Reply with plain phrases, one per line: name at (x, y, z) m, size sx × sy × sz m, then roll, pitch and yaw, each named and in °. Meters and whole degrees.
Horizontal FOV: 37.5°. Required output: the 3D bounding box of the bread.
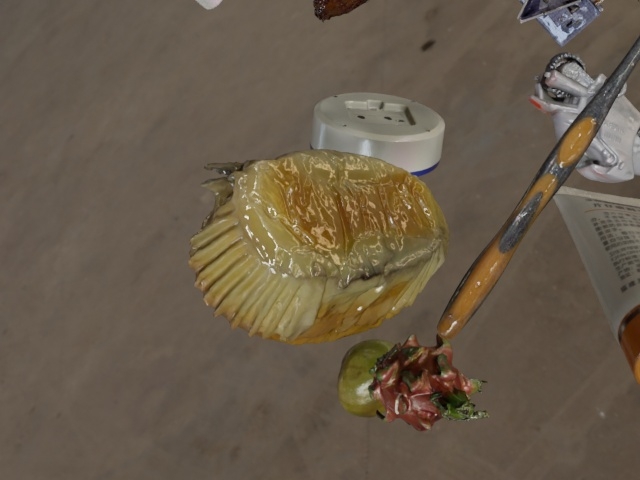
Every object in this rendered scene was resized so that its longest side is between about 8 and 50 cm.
bread at (0.003, 0.012, 1.227) m, size 0.183 × 0.388 × 0.236 m, roll -35°, pitch 64°, yaw 40°

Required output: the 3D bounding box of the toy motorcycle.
toy motorcycle at (0.449, -0.182, 1.568) m, size 0.171 × 0.260 × 0.110 m, roll -50°, pitch 9°, yaw -4°

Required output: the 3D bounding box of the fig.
fig at (0.092, 0.243, 1.672) m, size 0.120 × 0.153 × 0.136 m, roll 33°, pitch 44°, yaw 18°

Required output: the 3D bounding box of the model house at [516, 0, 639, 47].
model house at (0.218, -0.217, 0.812) m, size 0.088 × 0.117 × 0.167 m, roll -42°, pitch 3°, yaw 26°

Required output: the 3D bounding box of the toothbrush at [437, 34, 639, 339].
toothbrush at (0.176, -0.062, 0.676) m, size 0.321 × 0.023 × 0.031 m, roll -57°, pitch -8°, yaw 4°

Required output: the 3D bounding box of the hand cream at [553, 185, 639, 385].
hand cream at (0.337, 0.028, 1.020) m, size 0.314 × 0.139 × 0.089 m, roll -84°, pitch 6°, yaw -54°

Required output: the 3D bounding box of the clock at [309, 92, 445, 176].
clock at (0.099, -0.186, 1.631) m, size 0.230 × 0.230 × 0.083 m, roll -125°, pitch 38°, yaw -57°

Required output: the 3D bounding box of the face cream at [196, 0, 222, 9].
face cream at (-0.269, -0.502, 1.646) m, size 0.082 × 0.269 × 0.082 m, roll -21°, pitch 54°, yaw 31°

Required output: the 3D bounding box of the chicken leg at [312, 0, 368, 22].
chicken leg at (0.046, -0.317, 1.125) m, size 0.093 × 0.053 × 0.205 m, roll -38°, pitch -1°, yaw -34°

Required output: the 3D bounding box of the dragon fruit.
dragon fruit at (0.172, 0.225, 1.434) m, size 0.236 × 0.135 × 0.137 m, roll 2°, pitch 33°, yaw 48°
